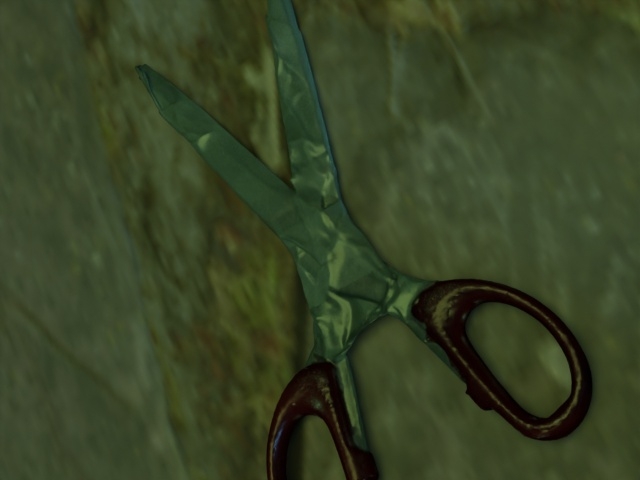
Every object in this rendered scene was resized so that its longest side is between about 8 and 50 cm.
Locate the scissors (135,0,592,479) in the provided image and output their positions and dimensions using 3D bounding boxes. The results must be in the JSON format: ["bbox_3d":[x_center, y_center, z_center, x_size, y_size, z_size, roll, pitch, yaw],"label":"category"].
[{"bbox_3d":[0.000,0.000,0.602,0.144,0.017,0.247,-34,68,15],"label":"scissors"}]
